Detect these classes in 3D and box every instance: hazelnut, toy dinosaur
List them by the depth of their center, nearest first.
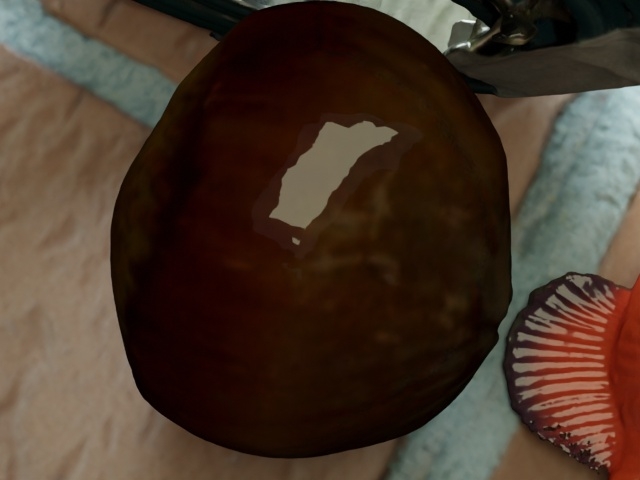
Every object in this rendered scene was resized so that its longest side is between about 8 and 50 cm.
[{"bbox_3d":[0.000,0.000,0.947,0.217,0.217,0.252,8,108,-8],"label":"hazelnut"},{"bbox_3d":[0.184,0.039,1.081,0.139,0.070,0.286,2,73,13],"label":"toy dinosaur"}]

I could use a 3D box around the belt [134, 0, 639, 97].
[{"bbox_3d":[0.009,-0.214,0.976,0.436,0.300,0.173,21,75,-8],"label":"belt"}]
